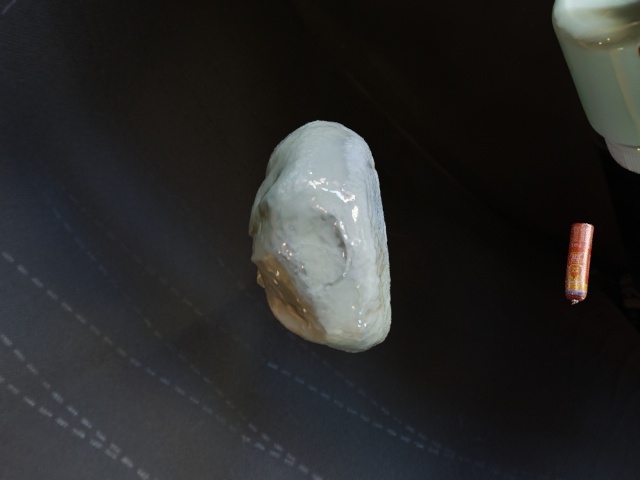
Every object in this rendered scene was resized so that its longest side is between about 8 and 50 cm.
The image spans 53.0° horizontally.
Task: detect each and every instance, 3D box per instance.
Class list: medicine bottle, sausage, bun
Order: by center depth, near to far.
[{"bbox_3d":[0.335,-0.180,0.660,0.139,0.139,0.225,-21,139,24],"label":"medicine bottle"},{"bbox_3d":[-0.001,-0.002,0.934,0.194,0.354,0.354,-9,114,8],"label":"bun"},{"bbox_3d":[0.404,0.038,1.005,0.034,0.034,0.129,10,76,10],"label":"sausage"}]
